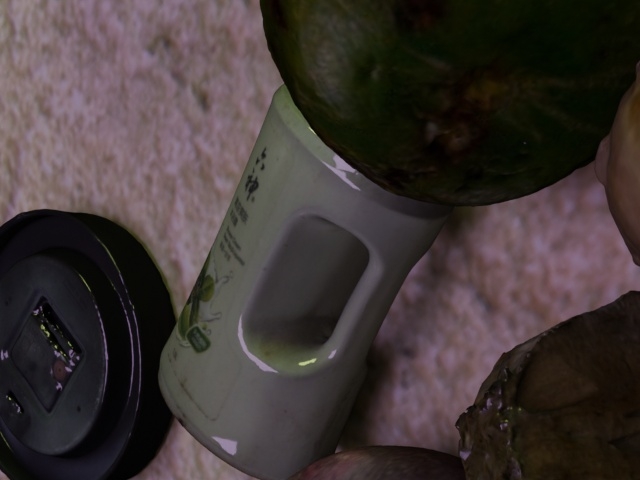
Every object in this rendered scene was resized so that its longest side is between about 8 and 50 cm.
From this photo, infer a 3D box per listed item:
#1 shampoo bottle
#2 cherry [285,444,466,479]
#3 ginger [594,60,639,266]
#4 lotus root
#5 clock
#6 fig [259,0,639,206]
[{"bbox_3d":[0.000,0.000,0.797,0.118,0.087,0.234,43,120,37],"label":"shampoo bottle"},{"bbox_3d":[0.037,0.182,0.741,0.176,0.140,0.176,-36,49,55],"label":"cherry"},{"bbox_3d":[0.231,0.034,0.537,0.244,0.155,0.304,-33,70,42],"label":"ginger"},{"bbox_3d":[0.114,0.097,0.669,0.070,0.144,0.143,-43,55,44],"label":"lotus root"},{"bbox_3d":[-0.160,0.071,0.981,0.184,0.040,0.185,2,93,42],"label":"clock"},{"bbox_3d":[0.055,-0.153,0.689,0.203,0.203,0.235,-51,39,32],"label":"fig"}]
